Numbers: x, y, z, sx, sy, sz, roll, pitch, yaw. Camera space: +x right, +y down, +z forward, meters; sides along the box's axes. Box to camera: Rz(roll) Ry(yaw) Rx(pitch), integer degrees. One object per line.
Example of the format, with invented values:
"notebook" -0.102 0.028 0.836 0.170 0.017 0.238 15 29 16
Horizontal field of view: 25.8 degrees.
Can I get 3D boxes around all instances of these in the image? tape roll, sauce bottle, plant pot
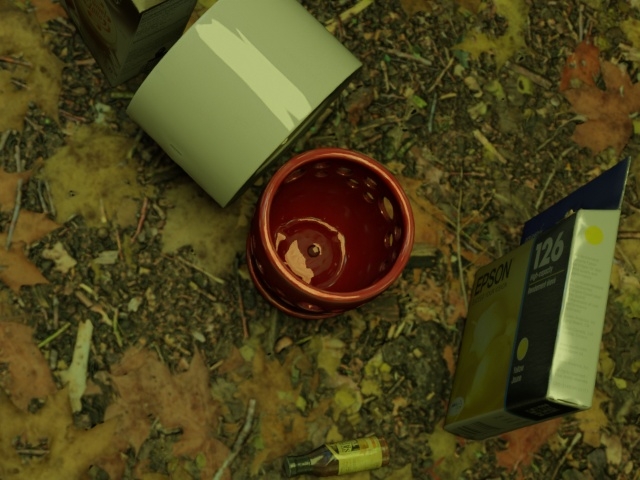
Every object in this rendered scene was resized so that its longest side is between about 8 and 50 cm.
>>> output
"tape roll" -0.091 -0.183 1.692 0.169 0.246 0.246 45 69 -1
"sauce bottle" 0.020 0.267 1.711 0.128 0.042 0.042 -7 78 -19
"plant pot" 0.000 0.000 1.706 0.191 0.174 0.191 4 75 -15

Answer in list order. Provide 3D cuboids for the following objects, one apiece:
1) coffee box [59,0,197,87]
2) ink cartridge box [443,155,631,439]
"coffee box" -0.231 -0.303 1.683 0.098 0.246 0.141 -31 85 -21
"ink cartridge box" 0.257 0.073 1.690 0.072 0.303 0.307 15 72 -12
